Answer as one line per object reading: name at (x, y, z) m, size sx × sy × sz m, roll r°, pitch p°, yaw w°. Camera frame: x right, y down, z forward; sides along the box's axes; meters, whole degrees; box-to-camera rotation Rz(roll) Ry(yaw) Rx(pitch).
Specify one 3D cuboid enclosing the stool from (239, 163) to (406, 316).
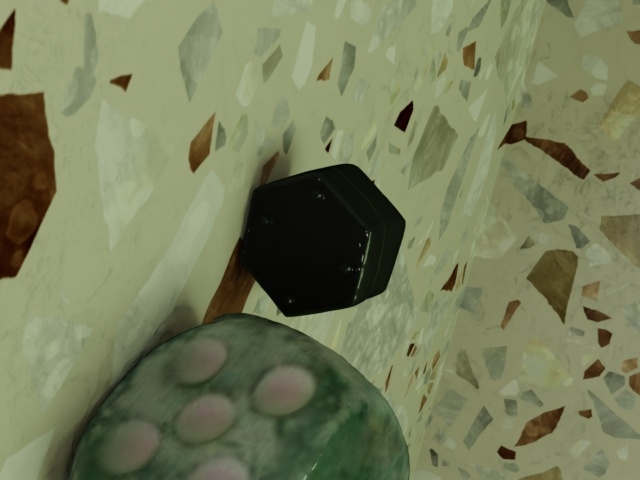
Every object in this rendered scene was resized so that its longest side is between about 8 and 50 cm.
stool at (0.000, 0.000, 1.332) m, size 0.141 × 0.232 × 0.232 m, roll -20°, pitch 127°, yaw -59°

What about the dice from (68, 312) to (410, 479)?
dice at (-0.094, 0.322, 1.179) m, size 0.348 × 0.330 × 0.328 m, roll -54°, pitch 142°, yaw -34°
